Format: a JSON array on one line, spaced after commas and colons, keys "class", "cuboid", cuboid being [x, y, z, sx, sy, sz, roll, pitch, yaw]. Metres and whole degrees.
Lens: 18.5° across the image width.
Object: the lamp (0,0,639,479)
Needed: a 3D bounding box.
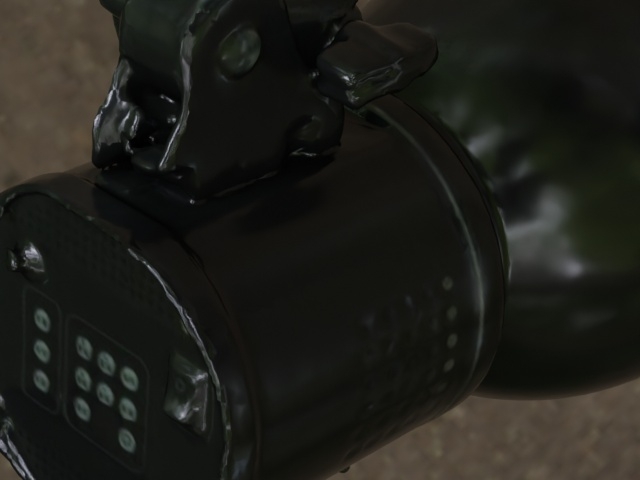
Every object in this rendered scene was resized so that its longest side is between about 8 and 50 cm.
[{"class": "lamp", "cuboid": [0.000, 0.000, 0.505, 0.147, 0.227, 0.172, 31, 127, 33]}]
